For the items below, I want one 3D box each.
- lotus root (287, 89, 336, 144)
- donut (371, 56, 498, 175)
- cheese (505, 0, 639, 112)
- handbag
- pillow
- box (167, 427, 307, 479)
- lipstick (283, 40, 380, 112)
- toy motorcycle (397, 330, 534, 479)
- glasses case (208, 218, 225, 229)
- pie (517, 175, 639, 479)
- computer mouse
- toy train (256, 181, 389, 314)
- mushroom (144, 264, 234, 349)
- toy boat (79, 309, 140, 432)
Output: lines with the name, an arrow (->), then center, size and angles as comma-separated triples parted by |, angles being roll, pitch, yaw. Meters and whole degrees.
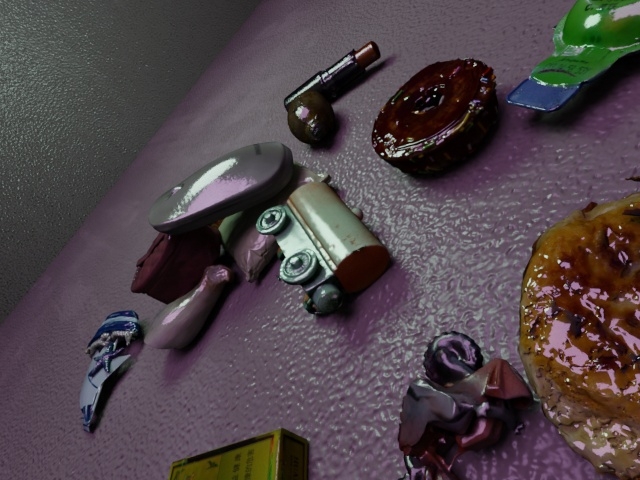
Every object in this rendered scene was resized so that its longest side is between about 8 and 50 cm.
lotus root -> -0.025, -0.305, 1.064 | 0.120, 0.120, 0.209 | -36, 33, 16
donut -> 0.201, -0.211, 0.745 | 0.235, 0.089, 0.235 | -29, 38, 26
cheese -> 0.410, -0.297, 0.609 | 0.320, 0.083, 0.204 | -44, 36, 1
handbag -> -0.341, 0.044, 1.007 | 0.225, 0.135, 0.146 | -48, 31, 24
pillow -> -0.127, -0.072, 0.973 | 0.274, 0.076, 0.280 | -51, 34, -2
box -> -0.120, 0.349, 0.562 | 0.220, 0.064, 0.141 | -29, 39, 27
lipstick -> 0.029, -0.427, 1.152 | 0.299, 0.081, 0.081 | -25, 40, 30
toy motorcycle -> 0.137, 0.196, 0.421 | 0.118, 0.084, 0.213 | 0, 64, 46
glasses case -> -0.320, -0.048, 1.152 | 0.321, 0.082, 0.122 | -41, 36, 8
pie -> 0.317, 0.050, 0.364 | 0.308, 0.085, 0.308 | -28, 38, 25
computer mouse -> -0.213, -0.123, 0.908 | 0.330, 0.095, 0.197 | -25, 33, -4
toy train -> 0.000, 0.000, 0.740 | 0.177, 0.116, 0.285 | -35, 37, -1
mushroom -> -0.276, 0.140, 0.912 | 0.225, 0.093, 0.116 | -53, 13, 1
toy boat -> -0.512, 0.295, 1.041 | 0.210, 0.070, 0.292 | -44, 38, 14
